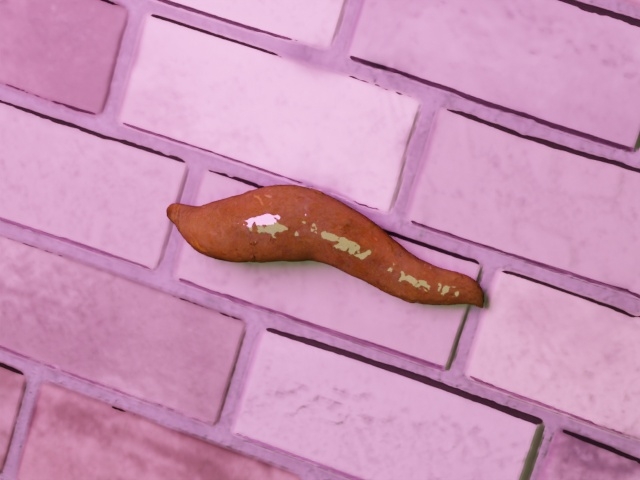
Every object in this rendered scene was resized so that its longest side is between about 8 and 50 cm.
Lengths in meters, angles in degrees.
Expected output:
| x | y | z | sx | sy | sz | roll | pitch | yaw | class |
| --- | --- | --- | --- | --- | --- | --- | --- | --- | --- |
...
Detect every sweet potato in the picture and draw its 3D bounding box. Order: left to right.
| x | y | z | sx | sy | sz | roll | pitch | yaw | class |
| --- | --- | --- | --- | --- | --- | --- | --- | --- | --- |
| 0.002 | -0.001 | 1.222 | 0.249 | 0.059 | 0.069 | 13 | 119 | 7 | sweet potato |
